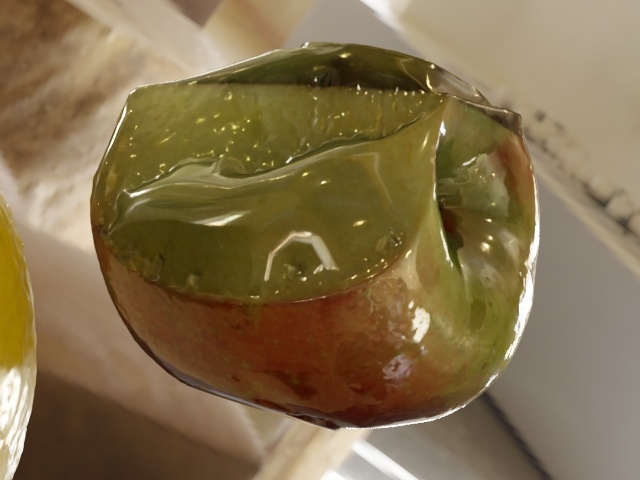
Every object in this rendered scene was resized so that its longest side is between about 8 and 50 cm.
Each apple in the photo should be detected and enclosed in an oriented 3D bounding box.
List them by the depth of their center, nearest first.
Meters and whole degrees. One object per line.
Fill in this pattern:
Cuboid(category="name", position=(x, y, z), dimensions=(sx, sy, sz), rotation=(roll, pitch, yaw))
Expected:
Cuboid(category="apple", position=(0.000, 0.000, 0.826), dimensions=(0.207, 0.188, 0.173), rotation=(-50, 126, -53))

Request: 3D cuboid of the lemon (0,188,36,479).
Cuboid(category="lemon", position=(-0.225, 0.028, 0.687), dimensions=(0.233, 0.233, 0.288), rotation=(8, 68, -62))
